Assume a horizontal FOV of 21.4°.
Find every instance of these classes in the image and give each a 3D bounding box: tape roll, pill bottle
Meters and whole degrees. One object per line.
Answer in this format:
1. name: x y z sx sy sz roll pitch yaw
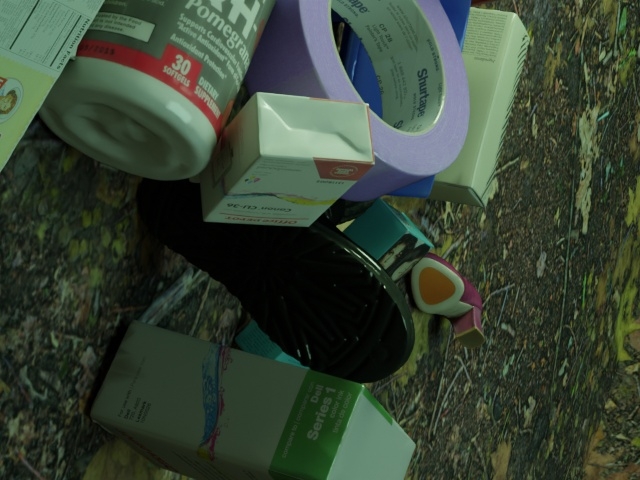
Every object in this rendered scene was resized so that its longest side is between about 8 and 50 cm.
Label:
1. tape roll: 0.038 -0.183 1.749 0.274 0.090 0.275 27 53 -43
2. pill bottle: -0.133 -0.232 1.588 0.176 0.176 0.319 58 47 -56

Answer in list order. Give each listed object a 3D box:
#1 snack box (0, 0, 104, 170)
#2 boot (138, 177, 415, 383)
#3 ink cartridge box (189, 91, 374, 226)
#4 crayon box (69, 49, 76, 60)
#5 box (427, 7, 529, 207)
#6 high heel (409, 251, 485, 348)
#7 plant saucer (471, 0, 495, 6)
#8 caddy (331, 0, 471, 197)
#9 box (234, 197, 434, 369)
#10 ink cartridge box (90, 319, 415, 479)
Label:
1. snack box: -0.293 -0.113 1.284 0.322 0.060 0.187 -58 156 5
2. boot: 0.001 -0.004 1.799 0.131 0.348 0.260 -58 162 25
3. ink cartridge box: -0.042 -0.065 1.596 0.198 0.115 0.067 137 -48 -59
4. crayon box: -0.255 -0.326 1.397 0.202 0.081 0.319 15 86 -65
5. box: 0.213 -0.195 2.446 0.094 0.113 0.275 42 62 -64
6. high heel: 0.188 0.059 2.563 0.244 0.082 0.117 45 25 -45
7. plant saucer: 0.210 -0.411 2.221 0.259 0.258 0.048 59 22 -55
8. caddy: 0.065 -0.205 2.020 0.241 0.179 0.341 -103 -156 -81
9. box: 0.017 0.063 2.017 0.244 0.060 0.100 -45 156 8
10. ink cartridge box: -0.068 0.197 1.759 0.117 0.278 0.201 -68 154 -16
